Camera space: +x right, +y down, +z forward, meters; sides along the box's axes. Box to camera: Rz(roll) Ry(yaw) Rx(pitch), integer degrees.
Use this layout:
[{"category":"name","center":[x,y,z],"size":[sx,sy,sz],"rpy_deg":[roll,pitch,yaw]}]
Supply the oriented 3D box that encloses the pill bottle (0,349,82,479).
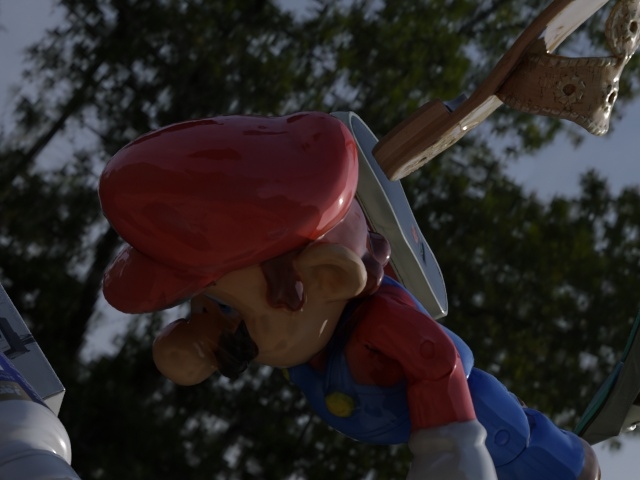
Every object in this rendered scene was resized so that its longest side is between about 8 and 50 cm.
[{"category":"pill bottle","center":[-0.236,0.141,0.962],"size":[0.187,0.112,0.112],"rpy_deg":[38,-27,41]}]

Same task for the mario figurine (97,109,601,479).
[{"category":"mario figurine","center":[-0.004,0.069,0.744],"size":[0.198,0.170,0.320],"rpy_deg":[-18,-50,41]}]

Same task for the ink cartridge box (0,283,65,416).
[{"category":"ink cartridge box","center":[-0.313,0.124,1.361],"size":[0.150,0.063,0.109],"rpy_deg":[54,-34,21]}]

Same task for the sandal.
[{"category":"sandal","center":[0.143,-0.091,0.871],"size":[0.240,0.088,0.079],"rpy_deg":[-38,-98,28]}]

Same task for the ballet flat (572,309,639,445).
[{"category":"ballet flat","center":[0.291,0.122,1.265],"size":[0.068,0.072,0.213],"rpy_deg":[29,-55,13]}]

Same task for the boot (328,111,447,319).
[{"category":"boot","center":[0.000,0.000,1.325],"size":[0.176,0.088,0.244],"rpy_deg":[-15,-54,15]}]
